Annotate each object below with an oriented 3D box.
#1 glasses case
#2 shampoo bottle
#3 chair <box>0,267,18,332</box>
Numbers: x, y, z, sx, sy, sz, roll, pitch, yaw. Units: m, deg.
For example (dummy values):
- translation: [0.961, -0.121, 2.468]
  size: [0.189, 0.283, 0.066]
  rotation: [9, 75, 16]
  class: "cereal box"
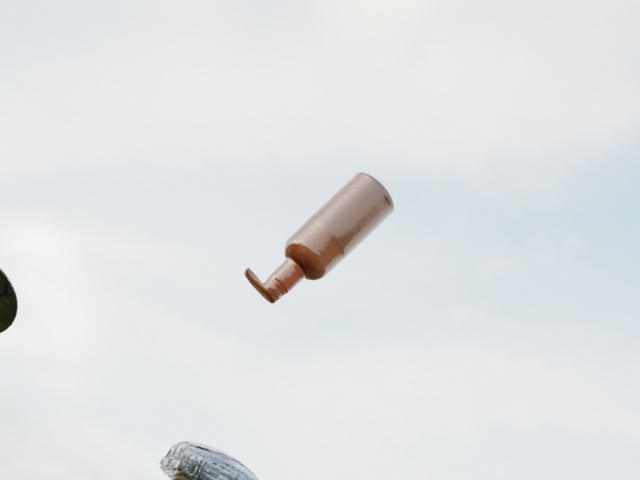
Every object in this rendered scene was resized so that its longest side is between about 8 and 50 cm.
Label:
- translation: [-0.136, 0.291, 1.661]
  size: [0.109, 0.067, 0.282]
  rotation: [29, -11, -7]
  class: "glasses case"
- translation: [0.002, 0.001, 1.995]
  size: [0.085, 0.244, 0.085]
  rotation: [42, -20, 19]
  class: "shampoo bottle"
- translation: [-0.642, 0.201, 2.048]
  size: [0.226, 0.401, 0.227]
  rotation: [10, -48, 11]
  class: "chair"
